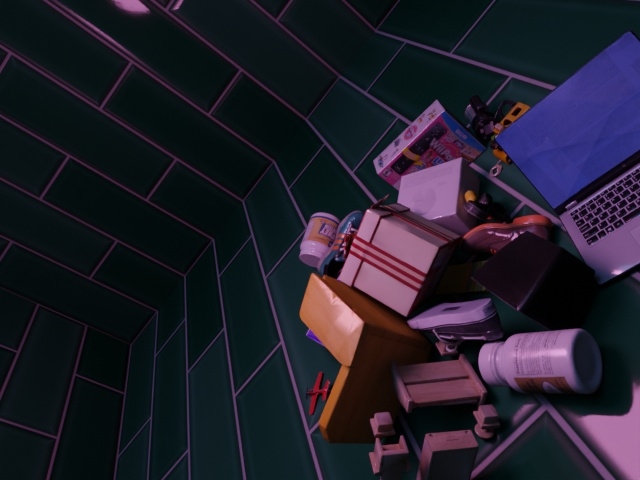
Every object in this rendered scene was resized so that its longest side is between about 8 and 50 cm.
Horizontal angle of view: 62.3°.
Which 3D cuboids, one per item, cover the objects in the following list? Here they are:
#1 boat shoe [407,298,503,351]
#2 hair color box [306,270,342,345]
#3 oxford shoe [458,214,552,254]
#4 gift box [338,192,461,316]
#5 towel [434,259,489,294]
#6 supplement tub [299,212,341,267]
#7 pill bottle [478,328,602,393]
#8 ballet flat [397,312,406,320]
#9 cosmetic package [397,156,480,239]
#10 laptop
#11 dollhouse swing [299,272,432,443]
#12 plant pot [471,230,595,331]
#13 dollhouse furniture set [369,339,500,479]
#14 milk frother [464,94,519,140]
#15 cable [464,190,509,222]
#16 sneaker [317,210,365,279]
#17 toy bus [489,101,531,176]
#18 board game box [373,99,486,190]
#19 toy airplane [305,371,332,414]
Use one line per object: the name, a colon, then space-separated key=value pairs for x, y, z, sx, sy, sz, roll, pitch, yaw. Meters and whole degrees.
boat shoe: x=0.338 y=0.217 z=1.342 sx=0.113 sy=0.104 sz=0.306 roll=-25 pitch=1 yaw=-33
hair color box: x=0.082 y=0.199 z=1.801 sx=0.338 sy=0.110 sz=0.185 roll=-59 pitch=-8 yaw=-7
oxford shoe: x=0.490 y=0.010 z=1.440 sx=0.271 sy=0.097 sz=0.098 roll=-21 pitch=50 yaw=49
gift box: x=0.226 y=0.021 z=1.509 sx=0.258 sy=0.255 sz=0.276 roll=28 pitch=107 yaw=23
towel: x=0.402 y=0.114 z=1.552 sx=0.237 sy=0.021 sz=0.102 roll=-14 pitch=46 yaw=54
supplement tub: x=0.000 y=0.000 z=2.195 sx=0.144 sy=0.144 sz=0.199 roll=-17 pitch=47 yaw=51
pill bottle: x=0.469 y=0.265 z=1.152 sx=0.229 sy=0.131 sz=0.131 roll=-19 pitch=45 yaw=50
ballet flat: x=0.222 y=0.295 z=1.612 sx=0.052 sy=0.057 sz=0.168 roll=-36 pitch=32 yaw=53
cosmetic package: x=0.370 y=-0.113 z=1.685 sx=0.224 sy=0.138 sz=0.224 roll=-14 pitch=49 yaw=39
laptop: x=0.668 y=-0.185 z=1.198 sx=0.382 sy=0.236 sz=0.407 roll=-41 pitch=31 yaw=29
dollhouse swing: x=0.081 y=0.322 z=1.433 sx=0.315 sy=0.347 sz=0.304 roll=41 pitch=101 yaw=41
plant pot: x=0.500 y=0.089 z=1.213 sx=0.166 sy=0.188 sz=0.187 roll=-59 pitch=26 yaw=8
dollhouse furniture set: x=0.233 y=0.419 z=1.285 sx=0.355 sy=0.304 sz=0.173 roll=-108 pitch=18 yaw=-59
milk frother: x=0.576 y=-0.428 z=1.787 sx=0.143 sy=0.129 sz=0.134 roll=-6 pitch=39 yaw=0
cable: x=0.451 y=-0.074 z=1.466 sx=0.072 sy=0.139 sz=0.287 roll=-51 pitch=-6 yaw=26
sneaker: x=0.101 y=0.032 z=2.049 sx=0.302 sy=0.108 sz=0.121 roll=-60 pitch=27 yaw=12
toy bus: x=0.584 y=-0.326 z=1.632 sx=0.191 sy=0.104 sz=0.202 roll=-20 pitch=44 yaw=50
board game box: x=0.370 y=-0.291 z=1.816 sx=0.303 sy=0.224 sz=0.097 roll=-44 pitch=28 yaw=24
toy airplane: x=-0.007 y=0.511 z=1.781 sx=0.151 sy=0.028 sz=0.151 roll=-39 pitch=34 yaw=32
